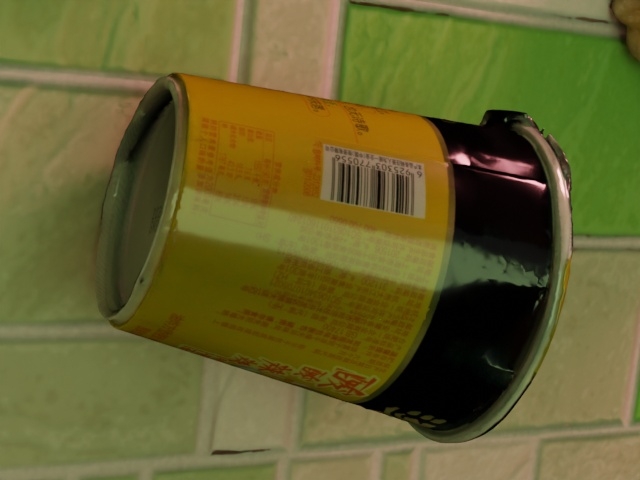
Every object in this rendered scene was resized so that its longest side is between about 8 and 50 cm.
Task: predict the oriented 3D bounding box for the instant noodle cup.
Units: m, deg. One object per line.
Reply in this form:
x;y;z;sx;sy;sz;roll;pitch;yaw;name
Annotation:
0.000;0.000;0.700;0.236;0.215;0.215;14;93;-24;instant noodle cup

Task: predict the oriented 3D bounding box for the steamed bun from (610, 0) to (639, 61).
0.374;-0.227;0.892;0.295;0.137;0.292;-13;103;-24;steamed bun
